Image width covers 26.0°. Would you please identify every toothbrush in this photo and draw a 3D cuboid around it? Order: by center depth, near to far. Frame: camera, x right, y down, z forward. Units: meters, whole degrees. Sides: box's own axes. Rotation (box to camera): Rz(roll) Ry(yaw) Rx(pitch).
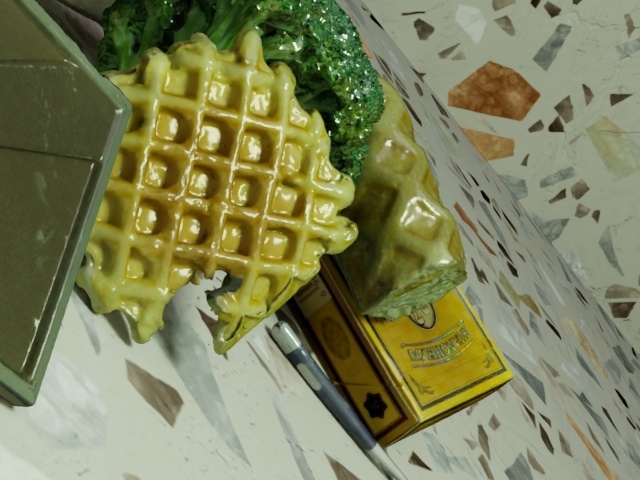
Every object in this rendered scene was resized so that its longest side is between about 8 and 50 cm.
[{"bbox_3d":[0.039,0.197,1.431,0.288,0.024,0.026,53,30,-13],"label":"toothbrush"}]

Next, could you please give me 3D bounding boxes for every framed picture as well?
[{"bbox_3d":[-0.241,-0.080,0.851,0.335,0.022,0.247,50,45,-49],"label":"framed picture"}]

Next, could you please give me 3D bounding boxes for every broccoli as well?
[{"bbox_3d":[-0.083,-0.131,1.314,0.308,0.307,0.275,47,50,-28],"label":"broccoli"}]

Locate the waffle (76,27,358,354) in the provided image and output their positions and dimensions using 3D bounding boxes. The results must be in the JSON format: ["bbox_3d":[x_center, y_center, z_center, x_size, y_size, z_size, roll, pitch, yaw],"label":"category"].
[{"bbox_3d":[-0.099,-0.041,1.145,0.250,0.261,0.056,58,-21,-14],"label":"waffle"}]

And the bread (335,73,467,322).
[{"bbox_3d":[0.058,-0.052,1.446,0.129,0.152,0.268,-4,61,-33],"label":"bread"}]

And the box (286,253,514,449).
[{"bbox_3d":[0.064,0.064,1.542,0.192,0.084,0.301,-17,71,-49],"label":"box"}]

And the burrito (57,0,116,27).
[{"bbox_3d":[-0.198,-0.232,1.440,0.275,0.059,0.082,32,5,-29],"label":"burrito"}]
